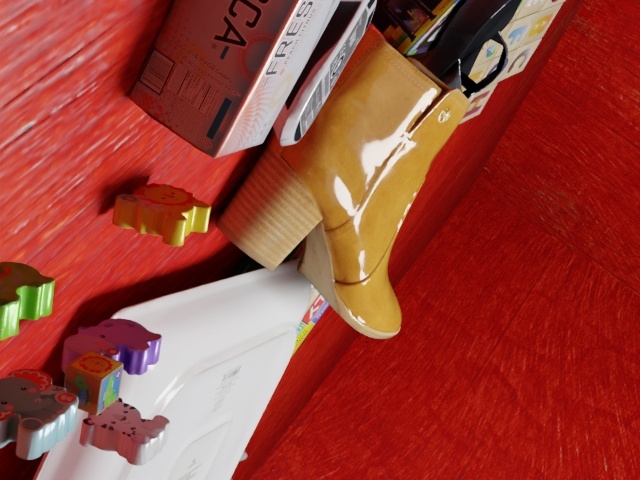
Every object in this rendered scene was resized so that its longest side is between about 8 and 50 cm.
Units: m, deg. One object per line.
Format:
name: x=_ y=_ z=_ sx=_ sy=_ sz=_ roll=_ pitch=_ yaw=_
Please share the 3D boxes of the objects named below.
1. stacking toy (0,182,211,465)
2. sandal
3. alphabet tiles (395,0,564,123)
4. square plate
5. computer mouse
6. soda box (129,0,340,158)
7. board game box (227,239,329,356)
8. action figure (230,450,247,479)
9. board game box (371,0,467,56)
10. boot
stacking toy: x=-0.135 y=0.072 z=0.484 sx=0.221 sy=0.052 sz=0.167 roll=-38 pitch=144 yaw=-66
sandal: x=0.138 y=-0.167 z=0.855 sx=0.097 sy=0.054 sz=0.254 roll=-43 pitch=177 yaw=-7
alphabet tiles: x=0.178 y=-0.219 z=1.063 sx=0.342 sy=0.011 sz=0.285 roll=-29 pitch=155 yaw=-40
square plate: x=-0.131 y=0.188 z=0.779 sx=0.344 sy=0.049 sz=0.347 roll=-63 pitch=164 yaw=14
computer mouse: x=0.010 y=-0.152 z=0.607 sx=0.193 sy=0.042 sz=0.106 roll=-60 pitch=176 yaw=-9
soda box: x=-0.022 y=-0.132 z=0.451 sx=0.183 sy=0.058 sz=0.063 roll=-58 pitch=170 yaw=22
board game box: x=0.000 y=0.000 z=0.984 sx=0.317 sy=0.046 sz=0.213 roll=-54 pitch=161 yaw=-4
action figure: x=-0.134 y=0.340 z=1.231 sx=0.341 sy=0.178 sz=0.330 roll=-53 pitch=180 yaw=-4
board game box: x=0.131 y=-0.238 z=0.789 sx=0.170 sy=0.048 sz=0.141 roll=-44 pitch=177 yaw=24
boot: x=0.059 y=-0.037 z=0.800 sx=0.211 sy=0.104 sz=0.295 roll=-48 pitch=144 yaw=5
